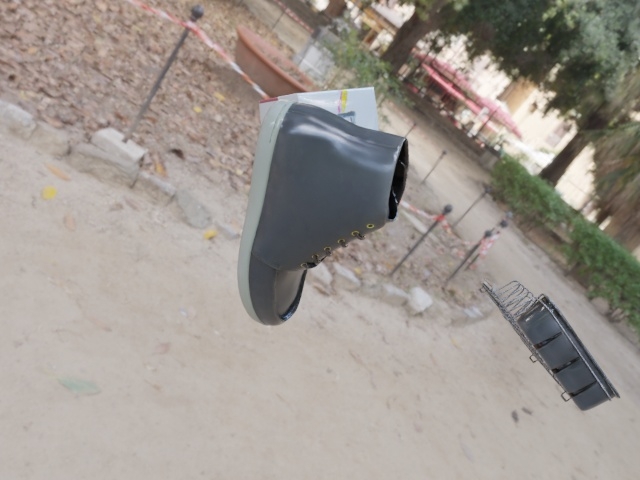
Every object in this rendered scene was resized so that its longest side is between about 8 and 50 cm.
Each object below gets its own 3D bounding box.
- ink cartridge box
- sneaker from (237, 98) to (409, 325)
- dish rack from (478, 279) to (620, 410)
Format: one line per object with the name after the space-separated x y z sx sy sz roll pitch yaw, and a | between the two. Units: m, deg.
0.001 -0.203 1.097 0.176 0.128 0.128 -14 12 -35 | ink cartridge box
0.000 0.000 0.521 0.118 0.222 0.083 19 35 15 | sneaker
0.378 0.161 1.049 0.208 0.074 0.271 53 6 -10 | dish rack
